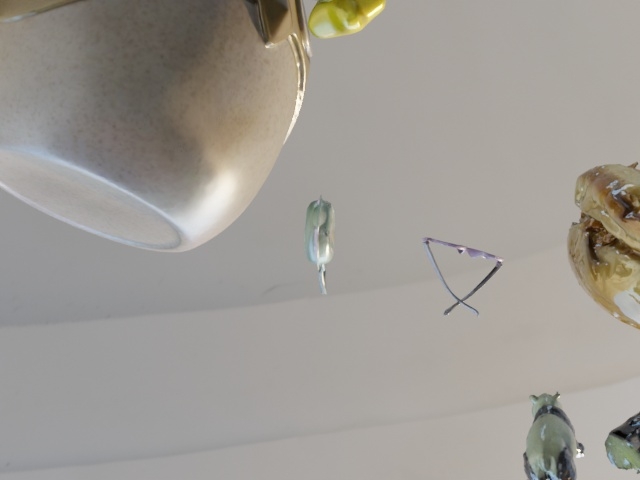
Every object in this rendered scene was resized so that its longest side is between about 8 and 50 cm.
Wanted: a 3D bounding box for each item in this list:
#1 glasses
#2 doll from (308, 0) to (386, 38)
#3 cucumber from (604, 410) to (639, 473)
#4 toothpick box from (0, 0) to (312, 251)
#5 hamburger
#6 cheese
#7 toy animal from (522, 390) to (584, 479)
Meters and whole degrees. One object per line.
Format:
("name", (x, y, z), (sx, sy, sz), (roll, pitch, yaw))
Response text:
("glasses", (0.198, 0.059, 1.475), (0.140, 0.062, 0.104), (13, -89, -27))
("doll", (-0.002, -0.239, 0.929), (0.113, 0.071, 0.135), (45, -171, -47))
("cucumber", (0.313, 0.109, 0.761), (0.211, 0.078, 0.062), (-20, -96, -5))
("toothpick box", (-0.209, -0.233, 1.261), (0.409, 0.409, 0.425), (24, -107, -17))
("hamburger", (0.439, 0.018, 1.194), (0.284, 0.304, 0.174), (11, -76, 1))
("cheese", (0.000, 0.000, 0.942), (0.026, 0.121, 0.067), (2, -116, 4))
("toy animal", (0.382, 0.338, 1.699), (0.225, 0.093, 0.121), (-59, -44, -59))
